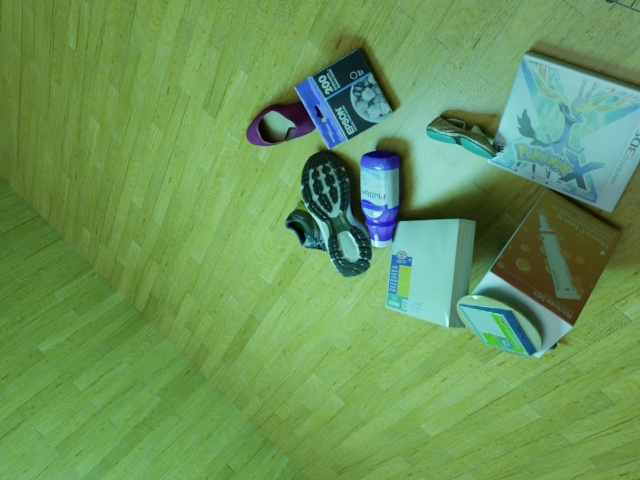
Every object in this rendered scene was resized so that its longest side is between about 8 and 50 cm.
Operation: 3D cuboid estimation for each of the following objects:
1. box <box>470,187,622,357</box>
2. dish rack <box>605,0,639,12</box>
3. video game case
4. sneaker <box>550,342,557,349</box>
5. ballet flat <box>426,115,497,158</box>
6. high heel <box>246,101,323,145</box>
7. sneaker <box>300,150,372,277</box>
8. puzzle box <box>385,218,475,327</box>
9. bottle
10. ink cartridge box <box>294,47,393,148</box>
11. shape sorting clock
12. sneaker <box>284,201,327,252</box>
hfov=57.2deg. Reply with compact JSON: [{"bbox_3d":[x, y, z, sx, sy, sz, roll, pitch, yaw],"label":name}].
[{"bbox_3d":[0.539,0.071,1.423,0.215,0.345,0.168,35,146,14],"label":"box"},{"bbox_3d":[0.653,-0.528,1.112,0.271,0.074,0.208,30,136,17],"label":"dish rack"},{"bbox_3d":[0.590,-0.253,1.388,0.329,0.036,0.300,28,134,22],"label":"video game case"},{"bbox_3d":[0.631,0.249,1.705,0.166,0.065,0.076,44,134,3],"label":"sneaker"},{"bbox_3d":[0.373,-0.275,1.523,0.206,0.067,0.073,28,172,27],"label":"ballet flat"},{"bbox_3d":[-0.145,-0.350,1.815,0.377,0.181,0.127,-16,108,45],"label":"high heel"},{"bbox_3d":[0.045,-0.081,1.883,0.158,0.182,0.410,-17,87,2],"label":"sneaker"},{"bbox_3d":[0.291,0.078,1.627,0.409,0.052,0.272,-176,91,-74],"label":"puzzle box"},{"bbox_3d":[0.179,-0.121,1.751,0.118,0.092,0.283,17,119,38],"label":"bottle"},{"bbox_3d":[0.064,-0.389,1.631,0.208,0.045,0.206,-29,102,8],"label":"ink cartridge box"},{"bbox_3d":[0.407,0.192,1.342,0.206,0.040,0.206,35,158,17],"label":"shape sorting clock"},{"bbox_3d":[0.000,0.000,1.997,0.300,0.121,0.111,37,137,12],"label":"sneaker"}]
